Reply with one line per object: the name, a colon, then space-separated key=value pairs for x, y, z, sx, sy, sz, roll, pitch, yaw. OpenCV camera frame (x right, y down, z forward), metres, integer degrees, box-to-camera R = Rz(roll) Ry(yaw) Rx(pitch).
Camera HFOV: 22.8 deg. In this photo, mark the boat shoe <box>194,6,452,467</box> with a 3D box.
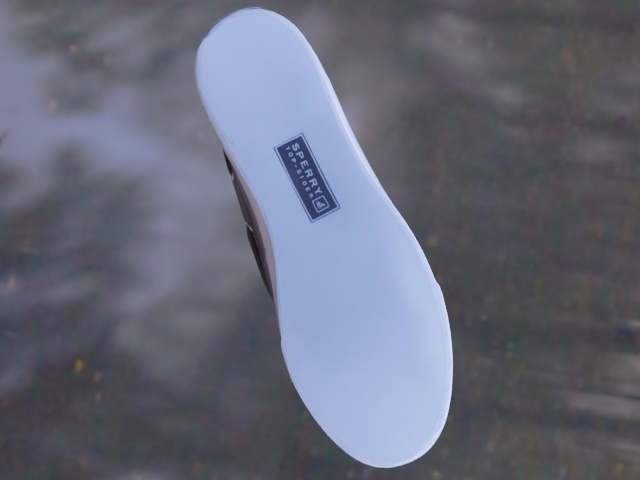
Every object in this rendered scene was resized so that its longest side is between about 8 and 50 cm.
boat shoe: x=0.000 y=0.000 z=0.767 sx=0.228 sy=0.080 sz=0.076 roll=64 pitch=0 yaw=10
